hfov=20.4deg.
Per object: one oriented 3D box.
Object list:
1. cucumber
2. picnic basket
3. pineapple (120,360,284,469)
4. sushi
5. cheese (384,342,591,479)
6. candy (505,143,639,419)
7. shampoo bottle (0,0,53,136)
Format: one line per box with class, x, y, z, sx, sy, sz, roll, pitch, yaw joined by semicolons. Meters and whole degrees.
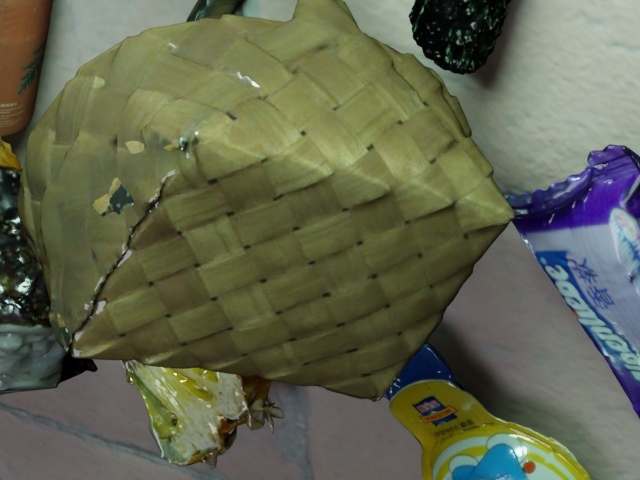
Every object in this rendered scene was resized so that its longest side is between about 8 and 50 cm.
cucumber;0.116;-0.246;1.201;0.072;0.072;0.300;25;135;14
picnic basket;-0.057;-0.073;1.321;0.337;0.337;0.293;36;125;3
pineapple;-0.109;0.091;1.622;0.186;0.114;0.236;21;124;18
sushi;-0.316;0.039;1.623;0.348;0.234;0.207;145;122;-60
cheese;0.144;0.195;1.551;0.177;0.069;0.270;-28;107;44
candy;0.246;0.045;1.362;0.145;0.070;0.275;-14;121;47
shampoo bottle;-0.265;-0.194;1.486;0.085;0.085;0.244;30;138;9
